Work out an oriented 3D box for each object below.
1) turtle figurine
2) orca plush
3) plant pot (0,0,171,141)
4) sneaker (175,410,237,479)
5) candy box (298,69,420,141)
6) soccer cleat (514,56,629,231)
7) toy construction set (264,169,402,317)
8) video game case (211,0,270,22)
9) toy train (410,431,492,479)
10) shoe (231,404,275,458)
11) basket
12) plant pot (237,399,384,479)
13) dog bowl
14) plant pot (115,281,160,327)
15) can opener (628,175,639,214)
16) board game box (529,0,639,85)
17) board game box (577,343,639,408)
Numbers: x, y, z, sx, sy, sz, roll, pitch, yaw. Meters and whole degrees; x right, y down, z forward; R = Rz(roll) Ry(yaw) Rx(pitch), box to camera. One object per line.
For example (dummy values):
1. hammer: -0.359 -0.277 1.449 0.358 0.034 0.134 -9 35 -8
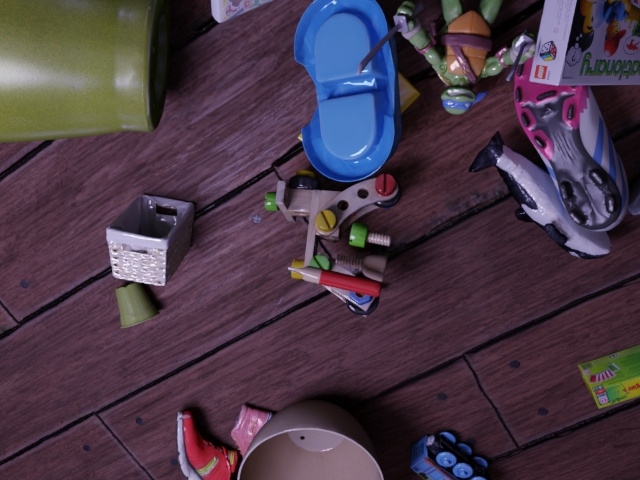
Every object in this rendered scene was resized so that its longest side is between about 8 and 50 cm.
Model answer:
1. turtle figurine: 0.222 -0.334 0.851 0.197 0.274 0.267 8 91 38
2. orca plush: 0.369 -0.055 1.017 0.287 0.151 0.102 27 146 -16
3. plant pot: -0.421 -0.308 0.895 0.352 0.366 0.367 5 112 -10
4. sneaker: -0.249 0.488 1.311 0.118 0.107 0.279 -19 112 -7
5. candy box: 0.066 -0.221 1.022 0.105 0.027 0.206 41 110 -13
6. soccer cleat: 0.419 -0.174 0.971 0.116 0.143 0.331 -20 87 38
7. toy construction set: 0.000 0.000 0.984 0.237 0.309 0.258 12 104 7
8. video game case: -0.067 -0.437 0.819 0.206 0.227 0.026 -32 72 -21
9. toy train: 0.283 0.491 1.255 0.184 0.080 0.105 39 119 -12
10. shoe: -0.163 0.449 1.293 0.081 0.063 0.178 20 107 -1
11. basket: -0.311 -0.002 1.075 0.113 0.167 0.103 10 117 2
12. plant pot: -0.013 0.442 1.199 0.283 0.191 0.284 1 111 3
13. dog bowl: 0.052 -0.246 0.945 0.165 0.074 0.298 -2 96 29
14. plant pot: -0.381 0.126 1.184 0.083 0.083 0.079 -17 96 12
15. can opener: 0.649 -0.133 0.971 0.095 0.076 0.283 41 109 -11
16. board game box: 0.431 -0.325 0.835 0.305 0.053 0.193 -11 117 -33
17. board game box: 0.605 0.251 1.116 0.181 0.092 0.043 -24 108 14
